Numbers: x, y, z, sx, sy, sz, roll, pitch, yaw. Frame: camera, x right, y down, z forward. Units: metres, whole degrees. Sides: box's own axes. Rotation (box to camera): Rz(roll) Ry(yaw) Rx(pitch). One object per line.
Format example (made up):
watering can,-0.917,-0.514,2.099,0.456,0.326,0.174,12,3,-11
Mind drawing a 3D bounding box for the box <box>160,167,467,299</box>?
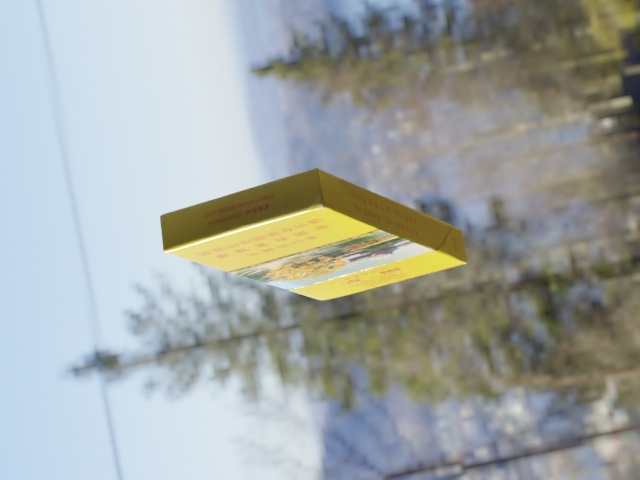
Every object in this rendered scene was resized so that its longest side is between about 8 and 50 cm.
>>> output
box,0.000,0.000,0.923,0.155,0.087,0.023,19,-124,-59
